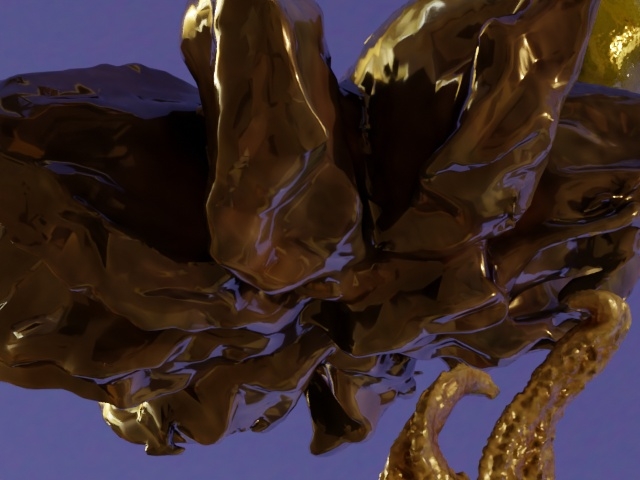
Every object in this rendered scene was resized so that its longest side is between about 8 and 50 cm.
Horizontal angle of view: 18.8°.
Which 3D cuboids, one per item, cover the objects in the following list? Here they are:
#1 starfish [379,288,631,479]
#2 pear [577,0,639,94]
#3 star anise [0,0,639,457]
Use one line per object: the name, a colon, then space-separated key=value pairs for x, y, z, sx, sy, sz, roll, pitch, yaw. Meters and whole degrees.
starfish: x=0.071 y=0.118 z=0.693 sx=0.053 sy=0.150 sz=0.209 roll=19 pitch=-92 yaw=39
pear: x=0.110 y=-0.096 z=0.895 sx=0.092 sy=0.092 sz=0.097 roll=-21 pitch=-133 yaw=35
star anise: x=-0.001 y=-0.001 z=0.734 sx=0.332 sy=0.332 sz=0.117 roll=-37 pitch=-128 yaw=34
